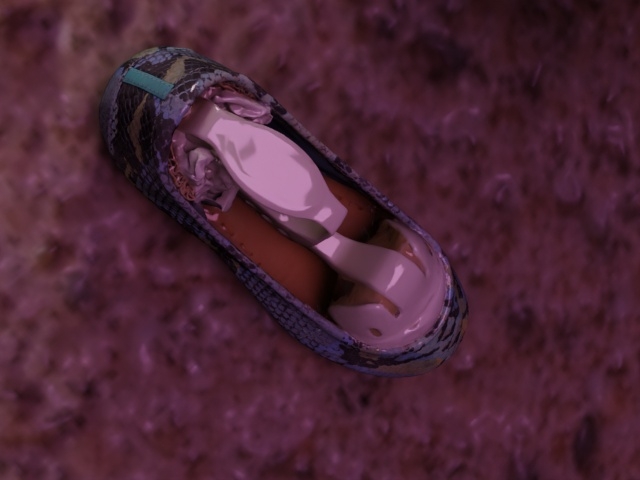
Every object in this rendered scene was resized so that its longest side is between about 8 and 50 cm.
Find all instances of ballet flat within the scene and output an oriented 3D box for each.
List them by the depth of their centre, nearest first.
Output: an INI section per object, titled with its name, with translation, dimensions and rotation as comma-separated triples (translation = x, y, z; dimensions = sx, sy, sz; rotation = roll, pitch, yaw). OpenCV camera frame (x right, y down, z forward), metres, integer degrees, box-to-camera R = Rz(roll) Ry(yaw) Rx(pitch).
[ballet flat]
translation = 0.000, 0.000, 0.451
dimensions = 0.188, 0.070, 0.070
rotation = 35, 79, -29
